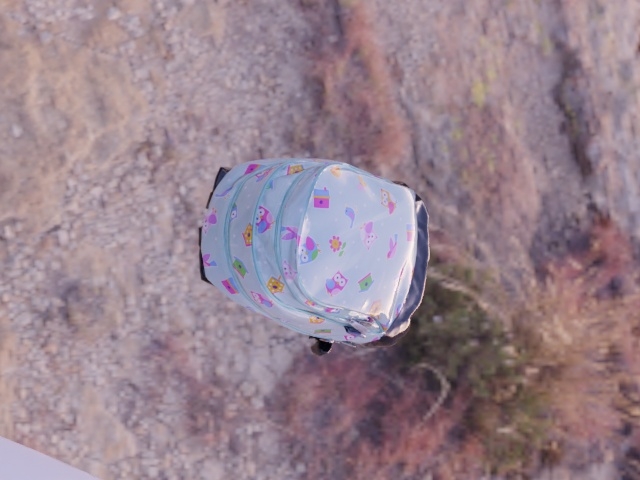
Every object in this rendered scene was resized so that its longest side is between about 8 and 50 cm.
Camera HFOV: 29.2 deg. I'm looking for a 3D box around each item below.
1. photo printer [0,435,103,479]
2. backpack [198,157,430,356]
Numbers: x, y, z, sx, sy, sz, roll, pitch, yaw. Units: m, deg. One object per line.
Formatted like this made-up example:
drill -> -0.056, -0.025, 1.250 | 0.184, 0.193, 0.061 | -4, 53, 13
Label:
photo printer -> -0.208, 0.238, 0.690 | 0.256, 0.107, 0.307 | 30, 21, -26
backpack -> 0.000, 0.000, 0.900 | 0.182, 0.115, 0.152 | 18, 72, -48
